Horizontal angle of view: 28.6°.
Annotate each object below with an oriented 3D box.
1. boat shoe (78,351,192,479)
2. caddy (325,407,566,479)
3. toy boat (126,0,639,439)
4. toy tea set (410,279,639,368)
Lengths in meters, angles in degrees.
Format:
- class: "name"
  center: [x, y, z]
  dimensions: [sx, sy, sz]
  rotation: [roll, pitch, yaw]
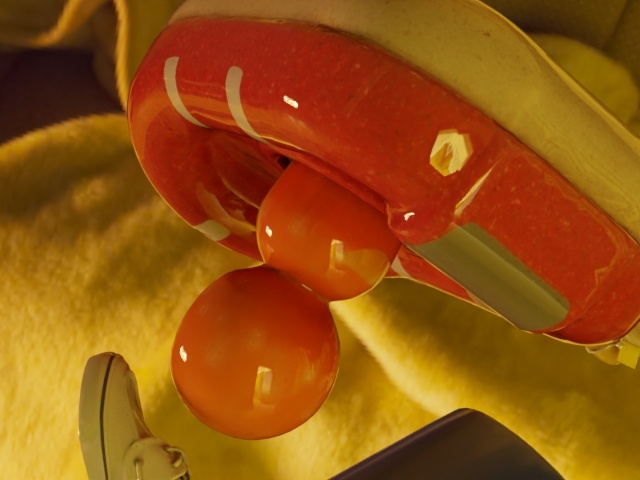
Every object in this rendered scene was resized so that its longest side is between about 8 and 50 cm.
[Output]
- class: "boat shoe"
  center: [-0.059, 0.085, 0.432]
  dimensions: [0.035, 0.035, 0.100]
  rotation: [-13, 67, 8]
- class: "caddy"
  center: [0.070, 0.264, 0.706]
  dimensions: [0.179, 0.241, 0.341]
  rotation: [-31, 82, -30]
- class: "toy boat"
  center: [0.000, 0.000, 0.443]
  dimensions: [0.151, 0.151, 0.231]
  rotation: [36, -6, -26]
- class: "toy tea set"
  center: [0.147, 0.024, 1.148]
  dimensions: [0.336, 0.124, 0.200]
  rotation: [25, 31, -33]
